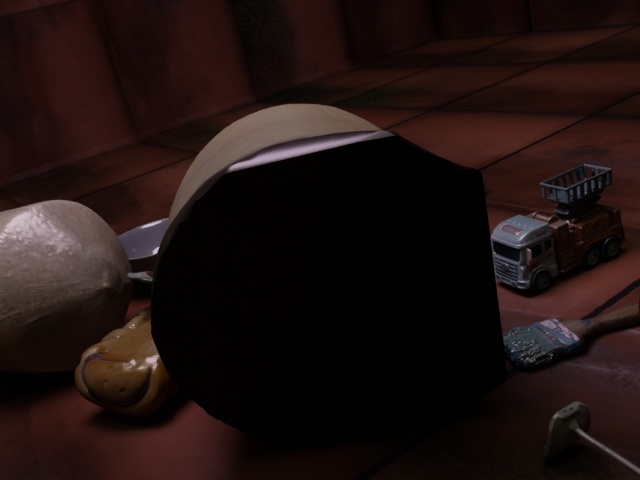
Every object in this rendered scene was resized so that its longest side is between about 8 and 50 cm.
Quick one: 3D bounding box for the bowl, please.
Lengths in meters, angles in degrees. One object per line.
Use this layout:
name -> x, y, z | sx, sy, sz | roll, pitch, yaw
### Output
bowl -> -0.268, 0.028, 1.204 | 0.189, 0.086, 0.189 | -10, 21, 4

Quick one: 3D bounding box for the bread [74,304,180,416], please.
bread -> -0.194, 0.136, 0.891 | 0.134, 0.081, 0.225 | 4, 24, 30

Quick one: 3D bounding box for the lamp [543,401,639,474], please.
lamp -> 0.257, 0.196, 0.535 | 0.050, 0.056, 0.198 | -23, 34, -24

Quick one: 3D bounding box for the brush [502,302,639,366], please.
brush -> 0.294, 0.096, 0.772 | 0.196, 0.021, 0.070 | -14, 20, -6

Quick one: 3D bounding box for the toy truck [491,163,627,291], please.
toy truck -> 0.304, -0.016, 0.913 | 0.178, 0.115, 0.080 | -24, 23, -20

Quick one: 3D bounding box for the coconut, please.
coconut -> -0.385, 0.065, 0.978 | 0.266, 0.237, 0.237 | -10, 21, 26

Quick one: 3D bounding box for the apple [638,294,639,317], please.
apple -> 0.367, 0.063, 0.641 | 0.131, 0.146, 0.146 | -39, 17, 13

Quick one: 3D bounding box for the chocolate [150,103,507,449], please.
chocolate -> 0.000, 0.000, 0.739 | 0.326, 0.314, 0.297 | -12, 30, 9

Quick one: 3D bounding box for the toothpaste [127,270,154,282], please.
toothpaste -> -0.134, 0.060, 0.963 | 0.256, 0.037, 0.067 | 7, 2, -35

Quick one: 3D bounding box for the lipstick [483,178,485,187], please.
lipstick -> 0.236, -0.076, 1.214 | 0.038, 0.038, 0.131 | 7, 30, 43
